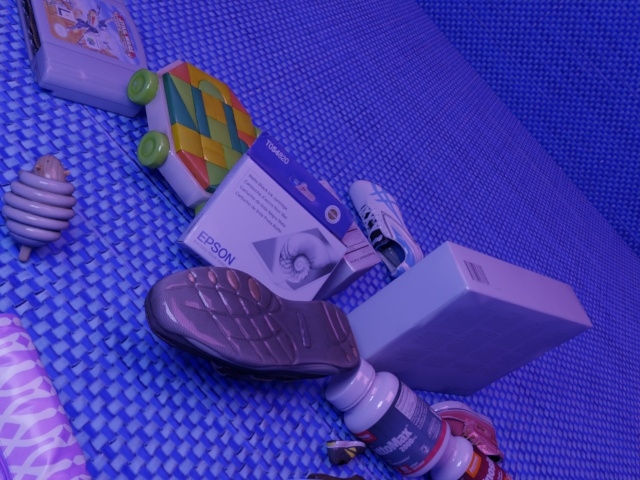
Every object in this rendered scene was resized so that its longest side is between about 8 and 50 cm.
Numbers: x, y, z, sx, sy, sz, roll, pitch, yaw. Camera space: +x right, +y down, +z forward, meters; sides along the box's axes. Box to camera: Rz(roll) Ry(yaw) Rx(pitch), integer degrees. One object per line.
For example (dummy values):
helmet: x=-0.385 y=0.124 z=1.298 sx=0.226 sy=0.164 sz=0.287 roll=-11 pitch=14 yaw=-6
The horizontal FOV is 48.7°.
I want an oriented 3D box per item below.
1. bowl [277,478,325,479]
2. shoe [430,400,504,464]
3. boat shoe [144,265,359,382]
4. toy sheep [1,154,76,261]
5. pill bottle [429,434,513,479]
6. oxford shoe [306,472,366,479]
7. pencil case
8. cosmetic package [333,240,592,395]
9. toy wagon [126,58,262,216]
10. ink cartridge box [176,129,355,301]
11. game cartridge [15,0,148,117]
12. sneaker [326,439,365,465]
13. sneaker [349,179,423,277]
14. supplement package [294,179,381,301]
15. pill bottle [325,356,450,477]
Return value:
bowl: x=-0.023 y=0.399 z=0.590 sx=0.391 sy=0.077 sz=0.391 roll=-1 pitch=46 yaw=1
shoe: x=0.252 y=0.337 z=1.223 sx=0.178 sy=0.063 sz=0.081 roll=28 pitch=32 yaw=-38
boat shoe: x=-0.094 y=0.138 z=0.944 sx=0.355 sy=0.130 sz=0.132 roll=24 pitch=42 yaw=-44
toy sheep: x=-0.338 y=-0.038 z=0.849 sx=0.091 sy=0.132 sz=0.091 roll=14 pitch=6 yaw=-1
pill bottle: x=0.232 y=0.373 z=1.140 sx=0.152 sy=0.086 sz=0.086 roll=41 pitch=32 yaw=-14
oxford shoe: x=-0.011 y=0.347 z=0.888 sx=0.227 sy=0.083 sz=0.096 roll=5 pitch=34 yaw=-50
pencil case: x=-0.300 y=0.169 z=0.688 sx=0.206 sy=0.086 sz=0.088 roll=57 pitch=17 yaw=13
cosmetic package: x=0.235 y=0.150 z=1.191 sx=0.377 sy=0.284 sz=0.097 roll=17 pitch=42 yaw=-42
toy wagon: x=-0.174 y=-0.126 z=1.142 sx=0.267 sy=0.068 sz=0.344 roll=20 pitch=47 yaw=-51
ink cartridge box: x=-0.065 y=-0.017 z=1.077 sx=0.223 sy=0.045 sz=0.224 roll=41 pitch=72 yaw=-23
game cartridge: x=-0.387 y=-0.340 z=1.158 sx=0.198 sy=0.062 sz=0.297 roll=5 pitch=52 yaw=-44
sneaker: x=0.035 y=0.307 z=1.024 sx=0.083 sy=0.031 sz=0.035 roll=20 pitch=66 yaw=-46
sneaker: x=0.124 y=-0.028 z=1.439 sx=0.086 sy=0.085 sz=0.237 roll=-9 pitch=60 yaw=-46
supplement package: x=0.000 y=0.000 z=1.228 sx=0.179 sy=0.105 sz=0.105 roll=56 pitch=32 yaw=10
pill bottle: x=0.098 y=0.263 z=1.068 sx=0.180 sy=0.108 sz=0.108 roll=42 pitch=32 yaw=-11
